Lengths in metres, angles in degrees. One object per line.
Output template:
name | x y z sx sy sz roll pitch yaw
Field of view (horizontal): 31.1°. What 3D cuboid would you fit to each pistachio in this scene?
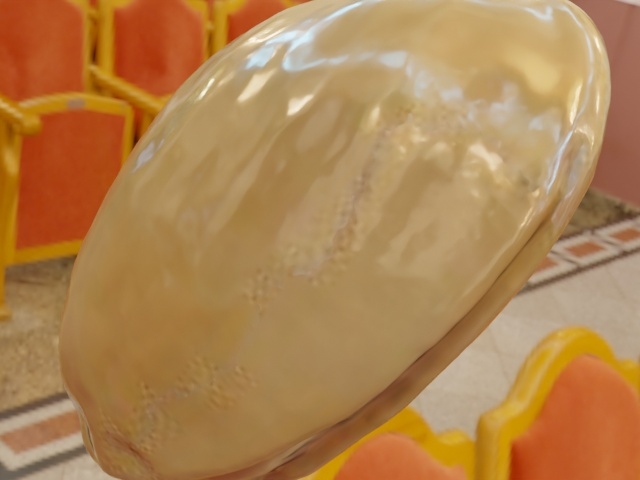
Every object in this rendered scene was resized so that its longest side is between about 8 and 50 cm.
pistachio | 0.000 0.000 0.500 0.162 0.293 0.181 26 32 -44
